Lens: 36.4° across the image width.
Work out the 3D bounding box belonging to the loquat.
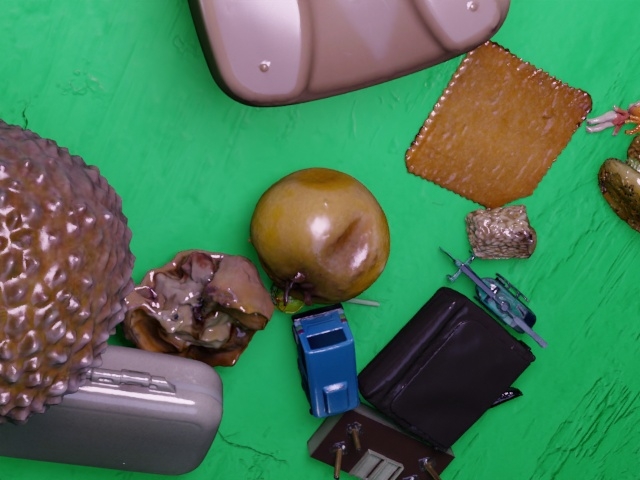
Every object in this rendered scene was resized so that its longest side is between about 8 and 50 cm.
[{"bbox_3d":[0.000,-0.003,1.419,0.213,0.213,0.213,-4,118,-8],"label":"loquat"}]

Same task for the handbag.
[{"bbox_3d":[0.211,0.217,1.652,0.223,0.080,0.247,38,100,-26],"label":"handbag"}]

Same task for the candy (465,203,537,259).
[{"bbox_3d":[0.287,-0.013,1.542,0.110,0.085,0.095,-7,140,6],"label":"candy"}]

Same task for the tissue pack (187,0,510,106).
[{"bbox_3d":[0.025,-0.329,1.230,0.387,0.277,0.267,-18,112,-2],"label":"tissue pack"}]

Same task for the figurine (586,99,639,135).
[{"bbox_3d":[0.466,-0.187,1.506,0.109,0.047,0.064,-14,140,2],"label":"figurine"}]

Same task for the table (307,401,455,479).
[{"bbox_3d":[0.114,0.389,1.709,0.240,0.111,0.122,27,111,-22],"label":"table"}]

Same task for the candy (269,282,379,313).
[{"bbox_3d":[0.010,0.093,1.576,0.193,0.058,0.062,7,85,-24],"label":"candy"}]

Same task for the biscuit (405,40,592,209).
[{"bbox_3d":[0.272,-0.166,1.499,0.232,0.013,0.237,23,113,-21],"label":"biscuit"}]

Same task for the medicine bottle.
[{"bbox_3d":[-0.348,0.260,1.515,0.375,0.123,0.282,9,139,-14],"label":"medicine bottle"}]

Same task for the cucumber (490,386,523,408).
[{"bbox_3d":[0.269,0.296,1.732,0.184,0.033,0.036,-19,143,1],"label":"cucumber"}]

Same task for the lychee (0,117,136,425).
[{"bbox_3d":[-0.432,0.030,1.271,0.380,0.432,0.380,-5,149,-3],"label":"lychee"}]

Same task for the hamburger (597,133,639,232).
[{"bbox_3d":[0.508,-0.079,1.491,0.113,0.185,0.177,-33,114,1],"label":"hamburger"}]

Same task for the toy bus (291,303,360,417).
[{"bbox_3d":[0.010,0.201,1.580,0.090,0.106,0.185,-15,134,-9],"label":"toy bus"}]

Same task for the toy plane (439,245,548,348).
[{"bbox_3d":[0.278,0.086,1.590,0.235,0.096,0.060,42,102,-7],"label":"toy plane"}]

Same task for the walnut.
[{"bbox_3d":[-0.177,0.098,1.484,0.238,0.141,0.204,-10,142,20],"label":"walnut"}]
